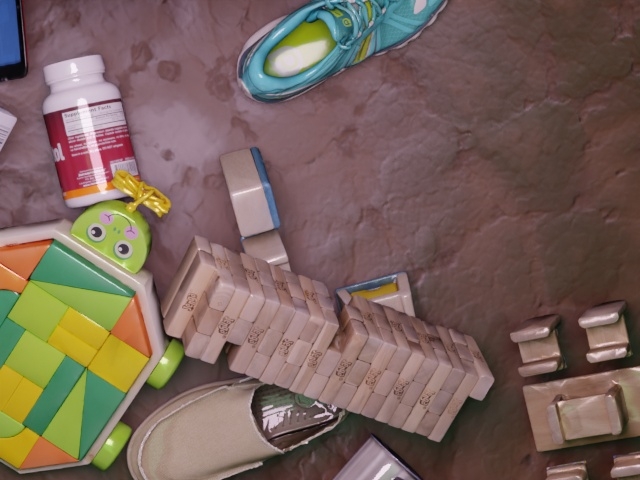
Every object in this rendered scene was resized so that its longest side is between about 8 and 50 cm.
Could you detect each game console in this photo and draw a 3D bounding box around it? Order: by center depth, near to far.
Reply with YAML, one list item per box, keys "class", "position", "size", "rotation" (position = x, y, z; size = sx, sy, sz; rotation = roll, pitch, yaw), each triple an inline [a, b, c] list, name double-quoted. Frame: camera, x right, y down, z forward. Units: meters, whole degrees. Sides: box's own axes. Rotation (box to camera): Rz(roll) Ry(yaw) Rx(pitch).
- class: "game console"
  position: [-0.369, -0.237, 1.767]
  size: [0.124, 0.085, 0.144]
  rotation: [-4, 93, -4]

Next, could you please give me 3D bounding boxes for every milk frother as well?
- class: "milk frother"
  position: [0.067, 0.309, 1.829]
  size: [0.135, 0.129, 0.143]
  rotation: [-47, 138, 0]

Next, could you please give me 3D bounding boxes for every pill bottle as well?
- class: "pill bottle"
  position: [-0.245, -0.115, 1.781]
  size: [0.086, 0.086, 0.152]
  rotation: [-13, 93, -3]

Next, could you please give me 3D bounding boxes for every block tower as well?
- class: "block tower"
  position: [0.008, 0.106, 1.731]
  size: [0.335, 0.091, 0.097]
  rotation: [20, 113, -21]

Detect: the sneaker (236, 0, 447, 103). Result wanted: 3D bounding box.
- class: "sneaker"
  position: [0.034, -0.231, 1.782]
  size: [0.275, 0.110, 0.107]
  rotation: [-36, 95, -2]

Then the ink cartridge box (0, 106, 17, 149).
- class: "ink cartridge box"
  position: [-0.445, -0.080, 1.756]
  size: [0.224, 0.045, 0.223]
  rotation: [32, 95, 32]

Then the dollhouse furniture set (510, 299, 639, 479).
- class: "dollhouse furniture set"
  position: [0.349, 0.168, 1.833]
  size: [0.242, 0.161, 0.212]
  rotation: [-12, 94, 19]

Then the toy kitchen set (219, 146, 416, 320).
- class: "toy kitchen set"
  position: [0.000, 0.000, 1.807]
  size: [0.166, 0.122, 0.207]
  rotation: [-15, 114, -3]

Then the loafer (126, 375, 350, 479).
- class: "loafer"
  position: [-0.083, 0.193, 1.805]
  size: [0.268, 0.092, 0.102]
  rotation: [-24, 94, -2]

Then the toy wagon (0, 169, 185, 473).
- class: "toy wagon"
  position: [-0.274, 0.080, 1.757]
  size: [0.267, 0.068, 0.344]
  rotation: [33, 111, -5]
